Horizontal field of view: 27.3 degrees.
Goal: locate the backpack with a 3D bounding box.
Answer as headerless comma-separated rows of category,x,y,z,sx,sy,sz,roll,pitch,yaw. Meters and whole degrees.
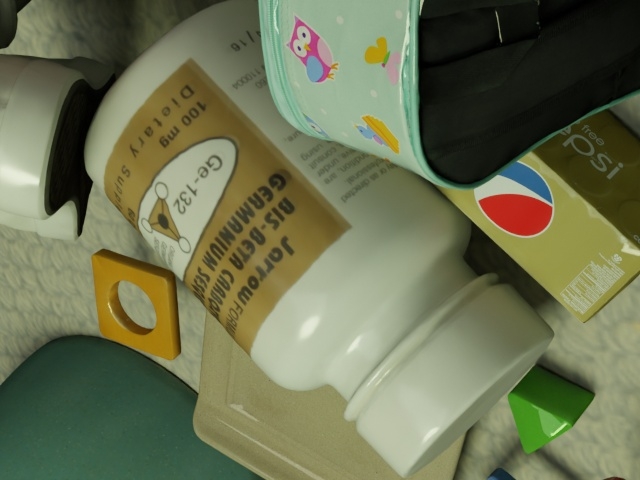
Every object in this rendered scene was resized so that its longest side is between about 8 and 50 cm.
backpack,0.055,-0.114,0.494,0.144,0.188,0.166,24,134,28

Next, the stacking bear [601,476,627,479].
stacking bear,0.249,0.196,0.589,0.289,0.164,0.175,20,131,37

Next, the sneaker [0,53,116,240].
sneaker,-0.182,-0.063,0.718,0.123,0.106,0.290,12,177,-4

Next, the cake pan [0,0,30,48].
cake pan,-0.222,-0.240,0.683,0.293,0.054,0.293,48,160,23

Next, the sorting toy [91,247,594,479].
sorting toy,0.010,0.074,0.789,0.347,0.047,0.196,27,128,21

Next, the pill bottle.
pill bottle,0.000,0.000,0.657,0.229,0.131,0.131,46,140,14

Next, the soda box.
soda box,0.084,-0.051,0.613,0.181,0.061,0.058,44,139,7

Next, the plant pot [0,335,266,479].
plant pot,-0.186,0.245,0.981,0.290,0.195,0.290,23,133,27
